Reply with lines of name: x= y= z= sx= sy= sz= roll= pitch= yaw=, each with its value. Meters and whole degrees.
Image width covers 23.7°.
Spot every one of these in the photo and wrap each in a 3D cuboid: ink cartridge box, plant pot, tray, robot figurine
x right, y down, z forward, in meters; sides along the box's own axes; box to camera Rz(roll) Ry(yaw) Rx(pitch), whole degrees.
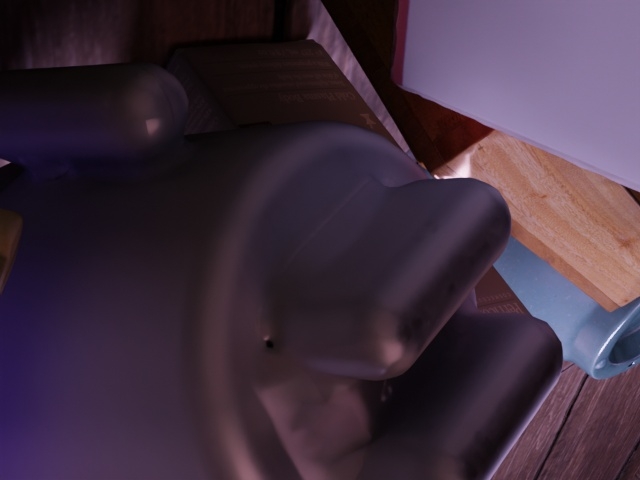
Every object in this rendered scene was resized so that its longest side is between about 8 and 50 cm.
ink cartridge box: x=0.184 y=-0.251 z=0.639 sx=0.385 sy=0.160 sz=0.279 roll=-59 pitch=165 yaw=-25
plant pot: x=0.228 y=-0.011 z=1.258 sx=0.293 sy=0.196 sz=0.293 roll=-31 pitch=155 yaw=-17
tray: x=0.107 y=-0.087 z=0.930 sx=0.076 sy=0.203 sz=0.411 roll=-34 pitch=158 yaw=13
robot figurine: x=-0.065 y=0.050 z=0.734 sx=0.200 sy=0.353 sz=0.300 roll=-42 pitch=120 yaw=-43

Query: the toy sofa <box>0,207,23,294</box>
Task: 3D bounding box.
toy sofa: x=-0.235 y=0.134 z=0.677 sx=0.177 sy=0.150 sz=0.363 roll=-84 pitch=-171 yaw=-61

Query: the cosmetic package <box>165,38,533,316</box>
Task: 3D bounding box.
cosmetic package: x=0.000 y=0.000 z=0.889 sx=0.127 sy=0.238 sz=0.107 roll=-12 pitch=144 yaw=-48
